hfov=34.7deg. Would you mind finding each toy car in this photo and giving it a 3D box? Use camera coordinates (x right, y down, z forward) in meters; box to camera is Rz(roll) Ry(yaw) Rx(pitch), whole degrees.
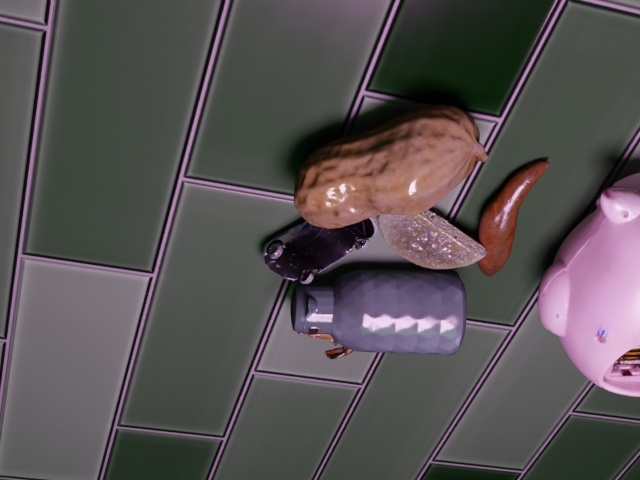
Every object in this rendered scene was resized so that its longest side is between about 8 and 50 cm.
[{"bbox_3d":[0.000,0.000,1.657,0.205,0.056,0.095,-32,129,24],"label":"toy car"}]

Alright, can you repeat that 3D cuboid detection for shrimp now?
[{"bbox_3d":[0.012,0.182,1.861,0.127,0.025,0.091,11,134,-19],"label":"shrimp"}]

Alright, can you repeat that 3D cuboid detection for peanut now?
[{"bbox_3d":[0.097,-0.101,1.501,0.291,0.159,0.143,-18,108,12],"label":"peanut"}]

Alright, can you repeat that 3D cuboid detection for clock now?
[{"bbox_3d":[0.545,0.071,1.644,0.368,0.250,0.376,-2,135,-4],"label":"clock"}]

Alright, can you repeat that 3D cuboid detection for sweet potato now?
[{"bbox_3d":[0.295,-0.026,1.663,0.078,0.058,0.255,-6,135,-23],"label":"sweet potato"}]

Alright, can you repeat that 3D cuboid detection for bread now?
[{"bbox_3d":[0.161,0.000,1.666,0.193,0.036,0.112,34,136,-17],"label":"bread"}]

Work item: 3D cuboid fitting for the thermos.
[{"bbox_3d":[0.092,0.120,1.739,0.287,0.144,0.182,2,168,-5],"label":"thermos"}]
